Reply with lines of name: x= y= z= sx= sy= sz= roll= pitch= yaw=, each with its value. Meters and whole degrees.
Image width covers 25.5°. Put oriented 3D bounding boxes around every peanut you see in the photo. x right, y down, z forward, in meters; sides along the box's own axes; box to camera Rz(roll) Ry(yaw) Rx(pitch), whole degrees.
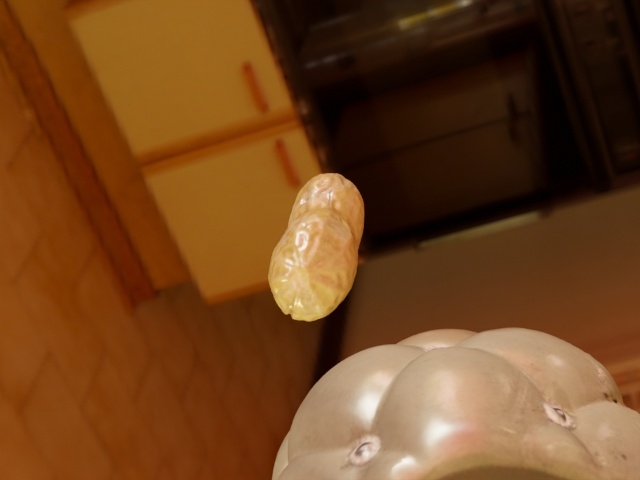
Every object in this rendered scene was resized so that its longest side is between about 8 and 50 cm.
peanut: x=0.000 y=0.000 z=1.238 sx=0.174 sy=0.080 sz=0.080 roll=-75 pitch=146 yaw=-52

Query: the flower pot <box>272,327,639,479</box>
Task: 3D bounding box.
flower pot: x=0.082 y=0.164 z=0.765 sx=0.195 sy=0.246 sz=0.246 roll=-118 pitch=-170 yaw=-80
